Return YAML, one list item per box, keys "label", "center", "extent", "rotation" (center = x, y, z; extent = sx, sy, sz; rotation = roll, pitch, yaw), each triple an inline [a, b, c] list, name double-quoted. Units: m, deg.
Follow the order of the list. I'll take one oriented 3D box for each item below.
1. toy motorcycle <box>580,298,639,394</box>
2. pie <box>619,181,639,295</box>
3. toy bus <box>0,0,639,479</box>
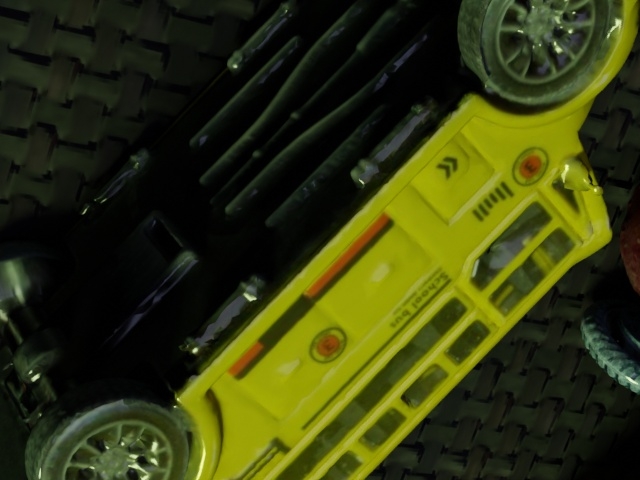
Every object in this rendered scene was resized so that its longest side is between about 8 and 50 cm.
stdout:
- label: "toy motorcycle"
  center: [0.249, 0.095, 0.842]
  extent: [0.254, 0.135, 0.092]
  rotation: [14, 123, -27]
- label: "pie"
  center: [0.218, 0.006, 0.795]
  extent: [0.154, 0.153, 0.038]
  rotation: [-18, 155, -20]
- label: "toy bus"
  center: [0.000, 0.000, 0.664]
  extent: [0.330, 0.144, 0.152]
  rotation: [-46, 127, 1]
